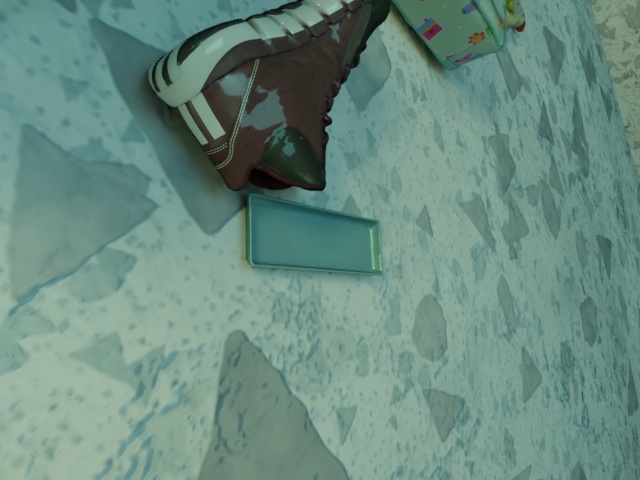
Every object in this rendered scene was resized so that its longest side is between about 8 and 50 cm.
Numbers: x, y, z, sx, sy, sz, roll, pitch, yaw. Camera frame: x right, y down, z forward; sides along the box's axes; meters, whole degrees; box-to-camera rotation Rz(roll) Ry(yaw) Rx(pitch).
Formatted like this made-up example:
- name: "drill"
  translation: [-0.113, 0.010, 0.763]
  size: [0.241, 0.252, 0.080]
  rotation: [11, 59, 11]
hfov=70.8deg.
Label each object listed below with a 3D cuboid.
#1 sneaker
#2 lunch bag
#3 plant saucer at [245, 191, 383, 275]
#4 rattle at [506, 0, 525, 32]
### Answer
- name: "sneaker"
  translation: [-0.011, -0.137, 0.436]
  size: [0.281, 0.106, 0.163]
  rotation: [-39, 115, -33]
- name: "lunch bag"
  translation: [0.184, -0.416, 0.684]
  size: [0.279, 0.107, 0.224]
  rotation: [29, 56, -41]
- name: "plant saucer"
  translation: [0.000, 0.000, 0.465]
  size: [0.192, 0.018, 0.067]
  rotation: [8, 76, -44]
- name: "rattle"
  translation: [0.441, -0.529, 0.962]
  size: [0.199, 0.142, 0.130]
  rotation: [8, 57, -39]
